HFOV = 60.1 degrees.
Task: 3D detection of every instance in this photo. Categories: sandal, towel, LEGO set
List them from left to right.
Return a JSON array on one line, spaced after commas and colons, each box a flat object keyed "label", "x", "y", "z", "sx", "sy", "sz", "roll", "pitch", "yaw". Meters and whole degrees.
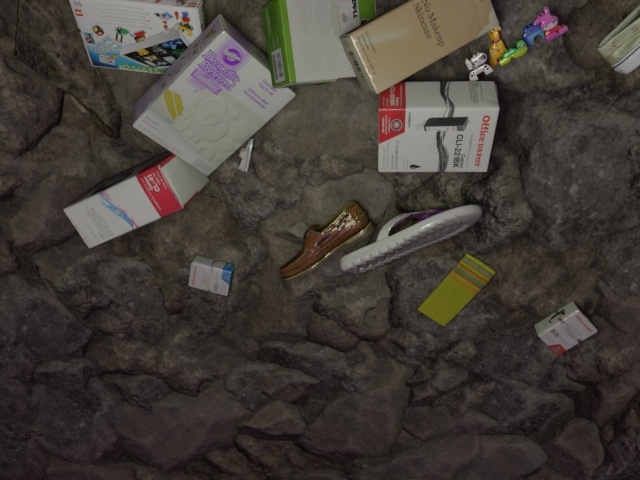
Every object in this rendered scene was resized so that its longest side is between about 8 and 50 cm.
[{"label": "sandal", "x": 0.226, "y": -0.026, "z": 1.496, "sx": 0.416, "sy": 0.169, "sz": 0.102, "roll": -24, "pitch": 71, "yaw": 18}, {"label": "towel", "x": 0.394, "y": 0.145, "z": 1.612, "sx": 0.102, "sy": 0.021, "sz": 0.237, "roll": 34, "pitch": 116, "yaw": -4}, {"label": "LEGO set", "x": 0.430, "y": -0.467, "z": 1.271, "sx": 0.227, "sy": 0.087, "sz": 0.093, "roll": -26, "pitch": 108, "yaw": 25}]

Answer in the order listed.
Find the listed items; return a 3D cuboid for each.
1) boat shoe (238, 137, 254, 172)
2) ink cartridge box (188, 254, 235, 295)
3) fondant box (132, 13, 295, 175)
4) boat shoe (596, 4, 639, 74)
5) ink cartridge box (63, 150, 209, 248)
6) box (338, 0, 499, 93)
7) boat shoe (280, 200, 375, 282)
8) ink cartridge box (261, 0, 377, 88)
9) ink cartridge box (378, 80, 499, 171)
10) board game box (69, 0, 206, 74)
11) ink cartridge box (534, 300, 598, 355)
[{"label": "boat shoe", "x": -0.203, "y": -0.232, "z": 1.491, "sx": 0.035, "sy": 0.035, "sz": 0.100, "roll": 15, "pitch": 124, "yaw": -4}, {"label": "ink cartridge box", "x": -0.327, "y": 0.105, "z": 1.661, "sx": 0.122, "sy": 0.052, "sz": 0.088, "roll": 14, "pitch": 117, "yaw": -1}, {"label": "fondant box", "x": -0.263, "y": -0.343, "z": 1.360, "sx": 0.330, "sy": 0.096, "sz": 0.238, "roll": -38, "pitch": 132, "yaw": 21}, {"label": "boat shoe", "x": 0.743, "y": -0.506, "z": 1.199, "sx": 0.094, "sy": 0.109, "sz": 0.302, "roll": 33, "pitch": 118, "yaw": -7}, {"label": "ink cartridge box", "x": -0.481, "y": -0.123, "z": 1.471, "sx": 0.306, "sy": 0.226, "sz": 0.131, "roll": -19, "pitch": 112, "yaw": 15}, {"label": "box", "x": 0.214, "y": -0.462, "z": 1.226, "sx": 0.311, "sy": 0.121, "sz": 0.148, "roll": -31, "pitch": 109, "yaw": 0}, {"label": "boat shoe", "x": 0.000, "y": 0.000, "z": 1.547, "sx": 0.307, "sy": 0.111, "sz": 0.104, "roll": -34, "pitch": 104, "yaw": 10}, {"label": "ink cartridge box", "x": 0.009, "y": -0.463, "z": 1.294, "sx": 0.255, "sy": 0.097, "sz": 0.189, "roll": -13, "pitch": 102, "yaw": -28}, {"label": "ink cartridge box", "x": 0.276, "y": -0.271, "z": 1.334, "sx": 0.272, "sy": 0.114, "sz": 0.197, "roll": 0, "pitch": 139, "yaw": 6}, {"label": "board game box", "x": -0.425, "y": -0.497, "z": 1.334, "sx": 0.305, "sy": 0.053, "sz": 0.193, "roll": 8, "pitch": 143, "yaw": 3}, {"label": "ink cartridge box", "x": 0.710, "y": 0.254, "z": 1.604, "sx": 0.099, "sy": 0.056, "sz": 0.135, "roll": 43, "pitch": 114, "yaw": -14}]
